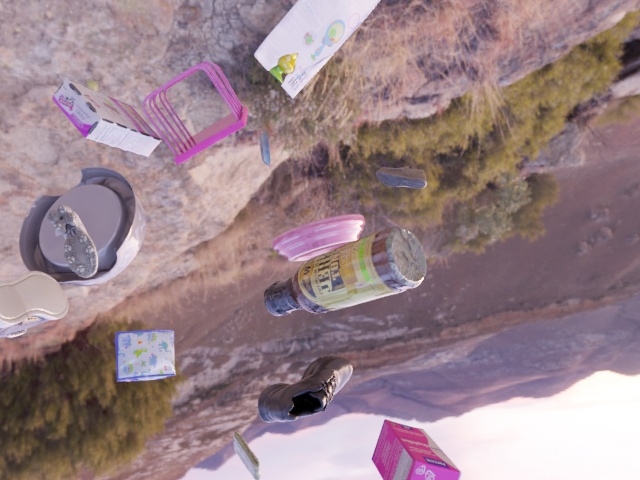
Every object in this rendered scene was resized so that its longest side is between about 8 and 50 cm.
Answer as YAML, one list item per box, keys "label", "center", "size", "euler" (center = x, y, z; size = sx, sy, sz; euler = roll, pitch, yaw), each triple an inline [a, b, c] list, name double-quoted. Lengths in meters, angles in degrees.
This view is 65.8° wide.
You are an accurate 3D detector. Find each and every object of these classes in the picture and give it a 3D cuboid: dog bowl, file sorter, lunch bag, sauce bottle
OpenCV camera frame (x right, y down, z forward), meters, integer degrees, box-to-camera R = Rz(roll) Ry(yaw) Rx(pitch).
- label: "dog bowl"
  center: [-0.649, -0.031, 1.379]
  size: [0.348, 0.349, 0.102]
  euler: [-11, 154, 8]
- label: "file sorter"
  center: [-0.331, -0.361, 1.335]
  size: [0.202, 0.182, 0.291]
  euler: [-29, -158, 5]
- label: "lunch bag"
  center: [-0.476, 0.309, 1.329]
  size: [0.096, 0.129, 0.151]
  euler: [-22, 158, 35]
- label: "sauce bottle"
  center: [0.025, 0.075, 0.910]
  size: [0.111, 0.112, 0.344]
  euler: [8, 156, -45]

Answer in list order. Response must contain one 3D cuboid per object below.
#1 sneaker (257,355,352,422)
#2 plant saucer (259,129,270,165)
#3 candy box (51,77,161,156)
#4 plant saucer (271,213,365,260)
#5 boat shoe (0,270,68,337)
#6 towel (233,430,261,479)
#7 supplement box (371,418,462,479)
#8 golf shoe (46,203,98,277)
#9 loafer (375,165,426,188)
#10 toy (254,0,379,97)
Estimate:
- label: "sneaker"
  center: [-0.010, 0.375, 1.225]
  size: [0.286, 0.109, 0.130]
  euler: [-22, -172, -40]
- label: "plant saucer"
  center: [-0.185, -0.303, 1.630]
  size: [0.021, 0.120, 0.119]
  euler: [-8, 164, -12]
- label: "candy box"
  center: [-0.553, -0.314, 1.299]
  size: [0.071, 0.159, 0.233]
  euler: [-47, 164, 11]
- label: "plant saucer"
  center: [0.000, 0.000, 1.703]
  size: [0.331, 0.084, 0.332]
  euler: [-15, 172, -2]
- label: "boat shoe"
  center: [-0.595, 0.127, 0.960]
  size: [0.091, 0.115, 0.302]
  euler: [-27, 176, -4]
- label: "towel"
  center: [-0.238, 0.694, 1.598]
  size: [0.027, 0.148, 0.110]
  euler: [-25, 137, -31]
- label: "supplement box"
  center: [0.208, 0.508, 1.114]
  size: [0.111, 0.114, 0.220]
  euler: [18, 180, -11]
- label: "golf shoe"
  center: [-0.534, 0.003, 1.103]
  size: [0.069, 0.176, 0.086]
  euler: [-27, 171, -5]
- label: "loafer"
  center: [0.233, -0.184, 1.417]
  size: [0.147, 0.050, 0.056]
  euler: [14, 149, 11]
- label: "toy"
  center: [-0.011, -0.371, 0.830]
  size: [0.237, 0.056, 0.137]
  euler: [-50, 151, 4]
